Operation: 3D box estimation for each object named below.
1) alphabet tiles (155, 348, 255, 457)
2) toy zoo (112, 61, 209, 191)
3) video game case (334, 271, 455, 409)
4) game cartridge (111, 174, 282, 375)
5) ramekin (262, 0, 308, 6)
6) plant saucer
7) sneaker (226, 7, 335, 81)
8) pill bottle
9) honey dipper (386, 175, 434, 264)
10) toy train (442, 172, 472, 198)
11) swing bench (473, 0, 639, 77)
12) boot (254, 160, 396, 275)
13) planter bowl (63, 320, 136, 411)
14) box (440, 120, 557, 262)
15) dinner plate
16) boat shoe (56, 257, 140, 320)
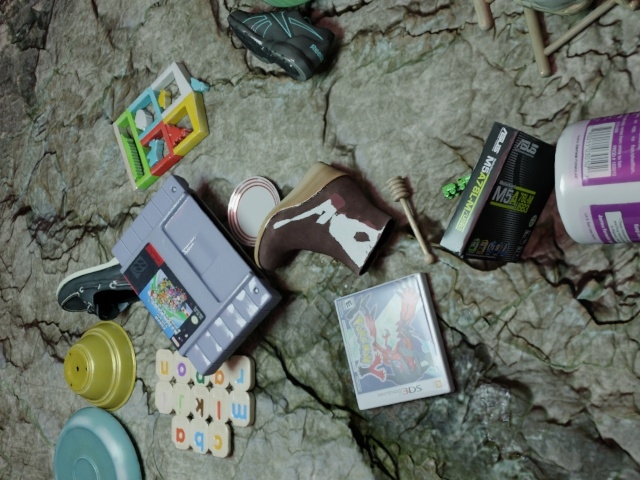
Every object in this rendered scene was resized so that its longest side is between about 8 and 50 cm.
[{"bbox_3d":[-0.247,0.303,1.441,0.284,0.021,0.277,-3,85,37],"label":"alphabet tiles"},{"bbox_3d":[-0.352,-0.265,1.547,0.293,0.030,0.192,-33,68,31],"label":"toy zoo"},{"bbox_3d":[0.121,0.174,1.172,0.184,0.023,0.201,-22,75,34],"label":"video game case"},{"bbox_3d":[-0.260,0.067,1.365,0.230,0.068,0.355,-47,66,11],"label":"game cartridge"},{"bbox_3d":[-0.068,-0.583,1.259,0.304,0.148,0.303,-9,74,33],"label":"ramekin"},{"bbox_3d":[-0.537,0.553,1.615,0.318,0.044,0.317,2,94,36],"label":"plant saucer"},{"bbox_3d":[-0.077,-0.394,1.327,0.106,0.101,0.267,-48,55,-4],"label":"sneaker"},{"bbox_3d":[0.461,-0.085,0.842,0.302,0.169,0.169,-3,85,37],"label":"pill bottle"},{"bbox_3d":[0.153,-0.033,1.157,0.030,0.030,0.160,-30,72,32],"label":"honey dipper"},{"bbox_3d":[0.233,-0.092,1.107,0.083,0.017,0.023,-26,61,33],"label":"toy train"},{"bbox_3d":[0.272,-0.397,0.948,0.165,0.253,0.254,-37,67,29],"label":"swing bench"},{"bbox_3d":[0.000,0.000,1.230,0.207,0.090,0.248,45,109,32],"label":"boot"},{"bbox_3d":[-0.538,0.298,1.618,0.217,0.090,0.217,-3,85,37],"label":"planter bowl"},{"bbox_3d":[0.265,-0.061,0.974,0.045,0.191,0.184,34,107,36],"label":"box"},{"bbox_3d":[-0.130,-0.058,1.378,0.141,0.017,0.141,-2,87,37],"label":"dinner plate"},{"bbox_3d":[-0.480,0.125,1.562,0.340,0.127,0.113,-20,64,25],"label":"boat shoe"}]
